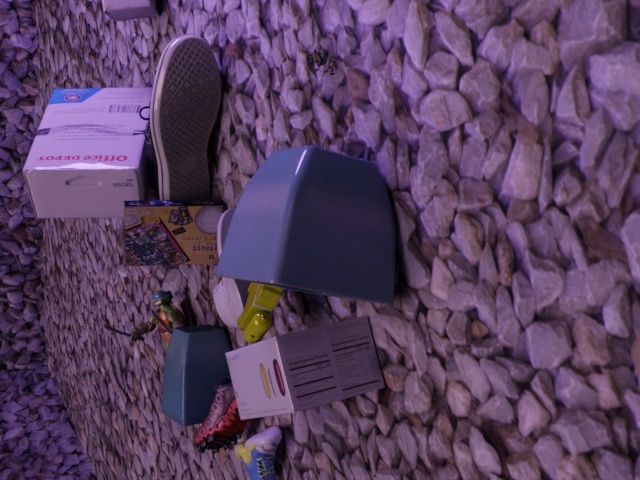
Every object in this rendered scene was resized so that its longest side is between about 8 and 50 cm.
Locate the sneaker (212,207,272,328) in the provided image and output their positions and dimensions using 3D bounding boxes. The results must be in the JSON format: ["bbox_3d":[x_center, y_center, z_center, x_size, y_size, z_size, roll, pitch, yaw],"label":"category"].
[{"bbox_3d":[-0.216,0.075,1.988,0.169,0.108,0.292,-12,89,57],"label":"sneaker"}]

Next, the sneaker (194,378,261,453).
[{"bbox_3d":[-0.232,0.428,2.087,0.276,0.098,0.135,-48,45,28],"label":"sneaker"}]

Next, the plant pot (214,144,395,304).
[{"bbox_3d":[-0.013,-0.033,1.489,0.247,0.248,0.252,3,82,60],"label":"plant pot"}]

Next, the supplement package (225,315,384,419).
[{"bbox_3d":[-0.038,0.255,1.638,0.262,0.204,0.145,-29,73,59],"label":"supplement package"}]

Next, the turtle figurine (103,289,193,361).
[{"bbox_3d":[-0.457,0.292,2.339,0.274,0.198,0.266,-57,-56,-74],"label":"turtle figurine"}]

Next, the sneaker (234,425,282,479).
[{"bbox_3d":[-0.130,0.528,2.011,0.126,0.091,0.240,61,154,8],"label":"sneaker"}]

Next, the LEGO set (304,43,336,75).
[{"bbox_3d":[0.005,-0.344,1.579,0.083,0.023,0.054,50,143,21],"label":"LEGO set"}]

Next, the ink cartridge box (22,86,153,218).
[{"bbox_3d":[-0.595,-0.240,2.208,0.395,0.286,0.166,-93,3,-49],"label":"ink cartridge box"}]

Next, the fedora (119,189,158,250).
[{"bbox_3d":[-0.470,-0.016,2.295,0.244,0.124,0.275,45,139,3],"label":"fedora"}]

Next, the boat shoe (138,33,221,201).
[{"bbox_3d":[-0.356,-0.281,2.054,0.156,0.187,0.500,44,140,38],"label":"boat shoe"}]

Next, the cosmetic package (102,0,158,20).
[{"bbox_3d":[-0.521,-0.749,2.201,0.153,0.129,0.296,-117,20,-83],"label":"cosmetic package"}]

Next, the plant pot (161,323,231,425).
[{"bbox_3d":[-0.322,0.348,2.205,0.166,0.165,0.234,5,96,59],"label":"plant pot"}]

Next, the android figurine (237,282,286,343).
[{"bbox_3d":[-0.106,0.088,1.740,0.273,0.056,0.248,127,162,-53],"label":"android figurine"}]

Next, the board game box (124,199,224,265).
[{"bbox_3d":[-0.369,-0.019,2.086,0.042,0.243,0.165,-118,30,-62],"label":"board game box"}]
